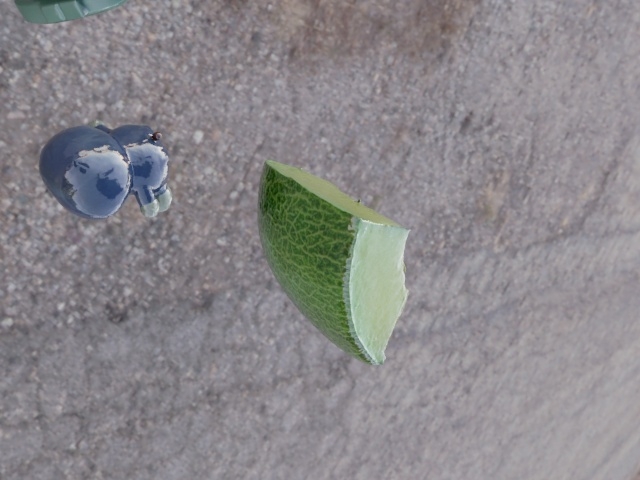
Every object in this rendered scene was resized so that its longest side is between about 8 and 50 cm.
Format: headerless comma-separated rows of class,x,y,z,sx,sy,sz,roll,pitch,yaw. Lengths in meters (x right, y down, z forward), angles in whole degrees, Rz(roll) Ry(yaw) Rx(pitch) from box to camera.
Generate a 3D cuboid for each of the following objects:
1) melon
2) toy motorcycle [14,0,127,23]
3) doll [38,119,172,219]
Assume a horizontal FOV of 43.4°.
melon,0.000,0.000,1.364,0.226,0.343,0.331,-43,136,-21
toy motorcycle,-0.188,-0.333,0.792,0.191,0.326,0.200,68,25,-44
doll,-0.401,-0.132,1.512,0.258,0.228,0.154,-28,171,-45
